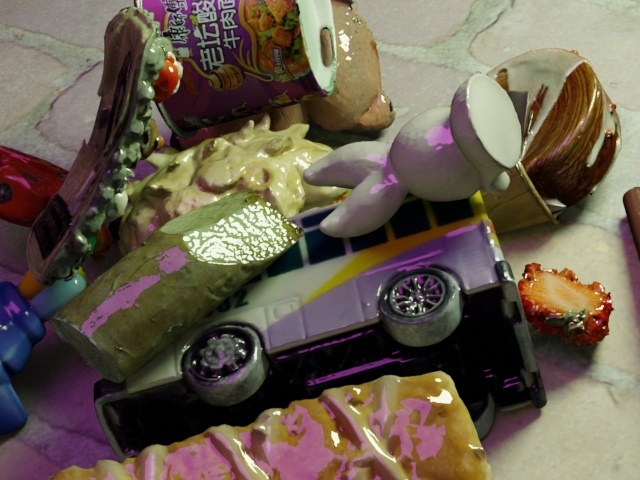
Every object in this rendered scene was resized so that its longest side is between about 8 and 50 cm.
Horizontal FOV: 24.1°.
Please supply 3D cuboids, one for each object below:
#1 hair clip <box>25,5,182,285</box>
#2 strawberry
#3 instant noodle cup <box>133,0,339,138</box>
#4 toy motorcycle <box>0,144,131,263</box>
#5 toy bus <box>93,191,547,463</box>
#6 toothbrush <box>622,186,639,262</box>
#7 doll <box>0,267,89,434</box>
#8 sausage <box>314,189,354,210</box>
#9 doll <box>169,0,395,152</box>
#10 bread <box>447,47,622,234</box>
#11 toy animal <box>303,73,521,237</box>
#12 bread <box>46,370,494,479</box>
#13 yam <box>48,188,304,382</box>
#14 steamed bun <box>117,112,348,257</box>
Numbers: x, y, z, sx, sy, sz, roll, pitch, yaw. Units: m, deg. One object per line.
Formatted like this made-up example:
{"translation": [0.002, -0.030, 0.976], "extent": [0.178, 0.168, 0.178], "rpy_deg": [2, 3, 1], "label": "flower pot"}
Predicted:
{"translation": [-0.231, -0.097, 1.679], "extent": [0.321, 0.091, 0.138], "rpy_deg": [-64, 32, 16], "label": "hair clip"}
{"translation": [0.261, 0.071, 1.618], "extent": [0.104, 0.048, 0.152], "rpy_deg": [0, 21, -5], "label": "strawberry"}
{"translation": [-0.092, -0.257, 1.795], "extent": [0.190, 0.251, 0.251], "rpy_deg": [-7, 46, 13], "label": "instant noodle cup"}
{"translation": [-0.359, -0.056, 1.898], "extent": [0.298, 0.171, 0.089], "rpy_deg": [23, 97, 16], "label": "toy motorcycle"}
{"translation": [-0.010, 0.100, 1.592], "extent": [0.440, 0.209, 0.249], "rpy_deg": [-17, 42, 5], "label": "toy bus"}
{"translation": [0.365, 0.056, 1.568], "extent": [0.041, 0.041, 0.364], "rpy_deg": [-14, 35, 9], "label": "toothbrush"}
{"translation": [-0.467, 0.112, 1.782], "extent": [0.365, 0.187, 0.376], "rpy_deg": [5, 72, 37], "label": "doll"}
{"translation": [0.000, 0.000, 1.786], "extent": [0.264, 0.083, 0.083], "rpy_deg": [-30, 44, -9], "label": "sausage"}
{"translation": [-0.059, -0.202, 1.972], "extent": [0.303, 0.201, 0.156], "rpy_deg": [-16, 2, 16], "label": "doll"}
{"translation": [0.242, -0.125, 1.756], "extent": [0.212, 0.142, 0.224], "rpy_deg": [-32, 41, 15], "label": "bread"}
{"translation": [0.100, -0.074, 1.535], "extent": [0.221, 0.131, 0.104], "rpy_deg": [-26, 68, 31], "label": "toy animal"}
{"translation": [-0.016, 0.339, 1.227], "extent": [0.371, 0.279, 0.390], "rpy_deg": [-17, 68, -4], "label": "bread"}
{"translation": [-0.137, 0.034, 1.486], "extent": [0.259, 0.106, 0.106], "rpy_deg": [-40, 47, -19], "label": "yam"}
{"translation": [-0.105, -0.070, 1.758], "extent": [0.292, 0.137, 0.295], "rpy_deg": [-19, 2, -16], "label": "steamed bun"}
